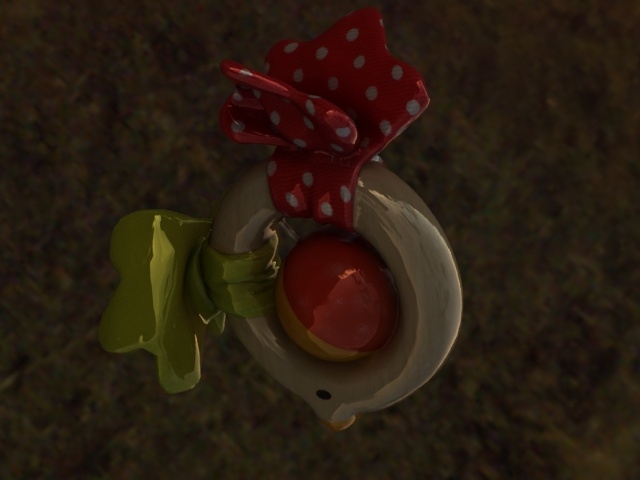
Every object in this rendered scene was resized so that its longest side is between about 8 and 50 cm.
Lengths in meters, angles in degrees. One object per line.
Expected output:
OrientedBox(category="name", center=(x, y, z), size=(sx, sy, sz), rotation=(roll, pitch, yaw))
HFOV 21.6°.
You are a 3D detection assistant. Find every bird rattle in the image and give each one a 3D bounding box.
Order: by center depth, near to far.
OrientedBox(category="bird rattle", center=(0.000, 0.000, 0.990), size=(0.253, 0.207, 0.143), rotation=(-45, 177, 31))
